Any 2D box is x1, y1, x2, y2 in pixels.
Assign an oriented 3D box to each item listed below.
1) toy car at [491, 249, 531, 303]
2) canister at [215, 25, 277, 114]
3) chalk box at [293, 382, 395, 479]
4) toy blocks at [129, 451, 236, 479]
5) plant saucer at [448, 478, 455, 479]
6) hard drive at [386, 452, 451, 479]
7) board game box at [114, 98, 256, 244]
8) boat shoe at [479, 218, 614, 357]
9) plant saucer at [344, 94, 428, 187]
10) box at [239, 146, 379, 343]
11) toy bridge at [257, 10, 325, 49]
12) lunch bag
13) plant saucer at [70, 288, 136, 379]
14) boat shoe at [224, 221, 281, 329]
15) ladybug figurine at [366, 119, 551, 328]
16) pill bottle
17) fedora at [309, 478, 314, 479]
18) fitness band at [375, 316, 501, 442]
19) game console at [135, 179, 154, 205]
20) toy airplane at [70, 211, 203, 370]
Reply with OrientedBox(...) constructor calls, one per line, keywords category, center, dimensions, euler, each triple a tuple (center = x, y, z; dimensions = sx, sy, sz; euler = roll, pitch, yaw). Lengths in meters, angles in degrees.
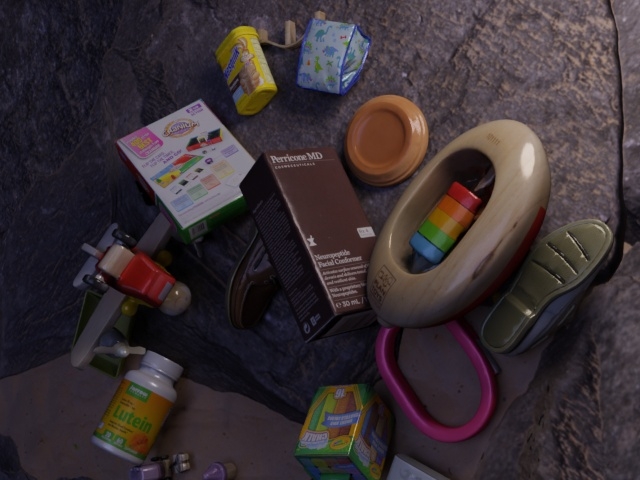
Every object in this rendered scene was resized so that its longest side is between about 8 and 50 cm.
OrientedBox(category="toy car", center=(0.355, 0.057, 1.514), dimensions=(0.122, 0.060, 0.041), euler=(-43, 32, 14))
OrientedBox(category="canister", center=(-0.174, -0.397, 1.882), dimensions=(0.126, 0.073, 0.170), euler=(-38, 66, 45))
OrientedBox(category="chalk box", center=(0.043, 0.405, 1.565), dimensions=(0.132, 0.132, 0.213), euler=(-10, 39, 31))
OrientedBox(category="toy blocks", center=(-0.346, 0.637, 1.771), dimensions=(0.288, 0.260, 0.309), euler=(-18, 75, 30))
OrientedBox(category="plant saucer", center=(0.238, 0.563, 1.538), dimensions=(0.198, 0.036, 0.199), euler=(-4, 83, 32))
OrientedBox(category="hard drive", center=(0.181, 0.595, 1.526), dimensions=(0.203, 0.040, 0.308), euler=(23, 97, 33))
OrientedBox(category="board game box", center=(-0.296, -0.169, 1.868), dimensions=(0.242, 0.064, 0.316), euler=(-31, 61, -19))
OrientedBox(category="boat shoe", center=(0.415, 0.087, 1.441), dimensions=(0.302, 0.103, 0.113), euler=(-49, 49, 19))
OrientedBox(category="plant saucer", center=(0.132, -0.214, 1.698), dimensions=(0.199, 0.037, 0.200), euler=(-5, 81, 33))
OrientedBox(category="box", center=(0.000, 0.000, 1.648), dimensions=(0.143, 0.191, 0.382), euler=(-49, 59, 46))
OrientedBox(category="toy bridge", center=(-0.071, -0.480, 1.865), dimensions=(0.188, 0.026, 0.063), euler=(-7, 81, 33))
OrientedBox(category="lunch bag", center=(0.023, -0.396, 1.754), dimensions=(0.128, 0.096, 0.151), euler=(17, 84, 33))
OrientedBox(category="plant saucer", center=(-0.555, 0.241, 2.079), dimensions=(0.188, 0.045, 0.188), euler=(17, 94, 32))
OrientedBox(category="boat shoe", center=(-0.122, 0.064, 1.783), dimensions=(0.104, 0.110, 0.308), euler=(20, 95, 34))
OrientedBox(category="ladybug figurine", center=(0.263, -0.010, 1.486), dimensions=(0.449, 0.161, 0.305), euler=(-51, 36, 12))
OrientedBox(category="pill bottle", center=(-0.425, 0.392, 1.894), dimensions=(0.136, 0.136, 0.246), euler=(15, 70, 33))
OrientedBox(category="fedora", center=(-0.011, 0.575, 1.650), dimensions=(0.079, 0.194, 0.194), euler=(32, 104, -7))
OrientedBox(category="fitness band", center=(0.227, 0.254, 1.571), dimensions=(0.209, 0.054, 0.291), euler=(-44, 62, 21))
OrientedBox(category="game console", center=(-0.406, -0.159, 2.051), dimensions=(0.122, 0.071, 0.107), euler=(-13, 107, 32))
OrientedBox(category="toy airplane", center=(-0.440, 0.093, 1.924), dimensions=(0.386, 0.272, 0.384), euler=(-42, 25, 31))
